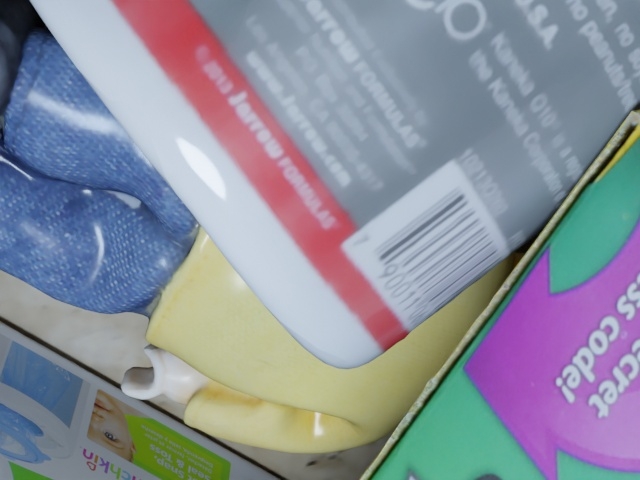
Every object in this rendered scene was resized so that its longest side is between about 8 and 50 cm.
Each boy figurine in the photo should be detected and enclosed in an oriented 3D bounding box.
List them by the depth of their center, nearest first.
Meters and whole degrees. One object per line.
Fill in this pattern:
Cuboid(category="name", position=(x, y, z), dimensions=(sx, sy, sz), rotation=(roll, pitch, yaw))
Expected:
Cuboid(category="boy figurine", position=(0.000, 0.000, 0.677), dimensions=(0.285, 0.092, 0.177), rotation=(21, 120, -10))

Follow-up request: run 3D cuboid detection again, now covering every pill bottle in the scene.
Cuboid(category="pill bottle", position=(0.068, -0.109, 0.532), dimensions=(0.283, 0.161, 0.161), rotation=(-38, 114, 1))

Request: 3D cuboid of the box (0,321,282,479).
Cuboid(category="box", position=(-0.080, 0.141, 0.753), dimensions=(0.203, 0.114, 0.103), rotation=(31, 118, -16))

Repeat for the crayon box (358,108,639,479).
Cuboid(category="crayon box", position=(0.127, 0.132, 0.648), dimensions=(0.313, 0.106, 0.363), rotation=(4, 130, -43))
